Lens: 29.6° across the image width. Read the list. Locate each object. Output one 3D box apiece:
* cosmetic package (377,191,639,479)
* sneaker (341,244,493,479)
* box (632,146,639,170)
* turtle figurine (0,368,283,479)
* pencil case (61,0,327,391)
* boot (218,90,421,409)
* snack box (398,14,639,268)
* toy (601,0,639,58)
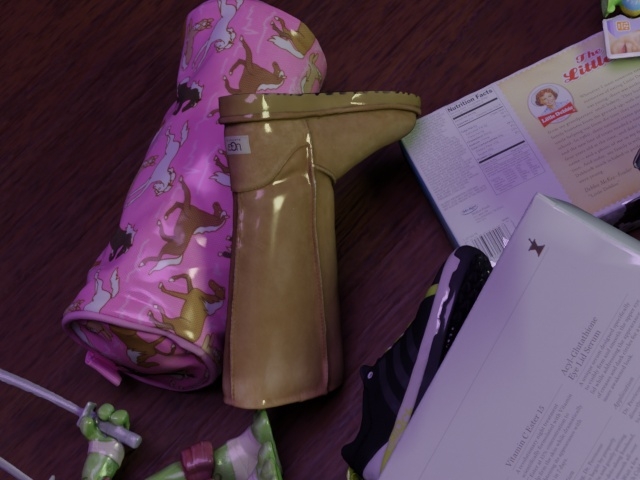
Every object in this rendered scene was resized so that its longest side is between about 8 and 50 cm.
[{"bbox_3d":[0.197,0.197,0.892,0.284,0.097,0.377,33,102,27],"label":"cosmetic package"},{"bbox_3d":[0.075,0.109,1.055,0.097,0.084,0.235,15,83,36],"label":"sneaker"},{"bbox_3d":[0.489,-0.013,0.922,0.318,0.097,0.395,-20,53,-39],"label":"box"},{"bbox_3d":[-0.173,0.188,1.025,0.266,0.198,0.275,-15,74,-3],"label":"turtle figurine"},{"bbox_3d":[-0.117,-0.047,1.176,0.160,0.167,0.386,16,64,3],"label":"pencil case"},{"bbox_3d":[0.000,0.000,1.109,0.089,0.236,0.270,4,99,52],"label":"boot"},{"bbox_3d":[0.255,-0.094,1.152,0.322,0.060,0.187,-25,58,1],"label":"snack box"},{"bbox_3d":[0.383,-0.242,1.136,0.237,0.056,0.137,-4,59,8],"label":"toy"}]
